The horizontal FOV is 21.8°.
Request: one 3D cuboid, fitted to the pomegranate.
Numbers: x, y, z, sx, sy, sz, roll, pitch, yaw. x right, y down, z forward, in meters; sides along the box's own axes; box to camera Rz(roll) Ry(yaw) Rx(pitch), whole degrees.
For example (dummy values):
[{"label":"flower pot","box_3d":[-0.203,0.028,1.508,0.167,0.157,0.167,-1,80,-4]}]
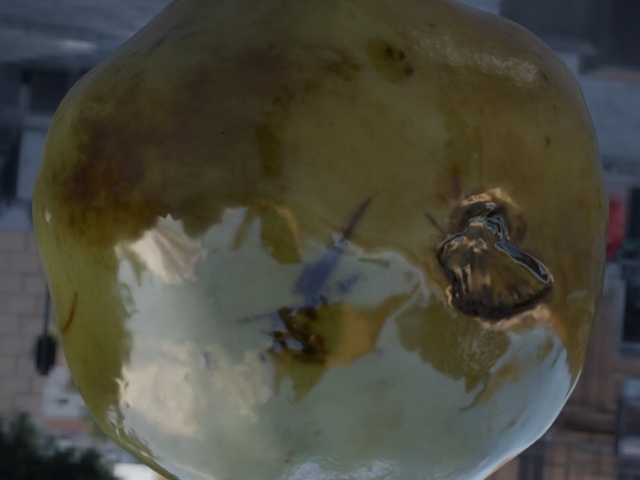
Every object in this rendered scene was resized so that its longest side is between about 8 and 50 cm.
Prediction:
[{"label":"pomegranate","box_3d":[0.000,0.000,0.967,0.333,0.332,0.332,4,178,0]}]
